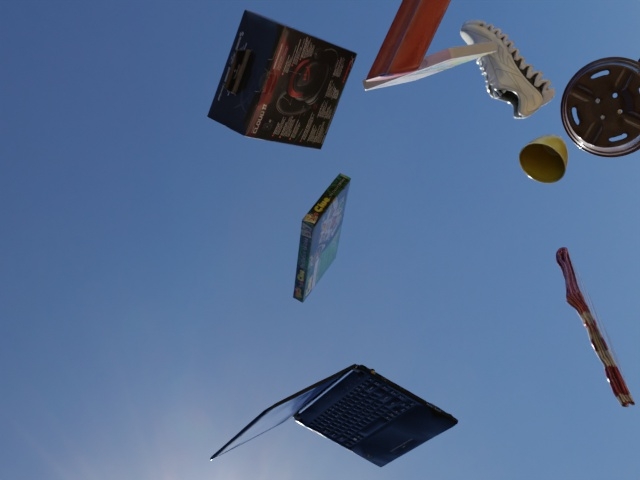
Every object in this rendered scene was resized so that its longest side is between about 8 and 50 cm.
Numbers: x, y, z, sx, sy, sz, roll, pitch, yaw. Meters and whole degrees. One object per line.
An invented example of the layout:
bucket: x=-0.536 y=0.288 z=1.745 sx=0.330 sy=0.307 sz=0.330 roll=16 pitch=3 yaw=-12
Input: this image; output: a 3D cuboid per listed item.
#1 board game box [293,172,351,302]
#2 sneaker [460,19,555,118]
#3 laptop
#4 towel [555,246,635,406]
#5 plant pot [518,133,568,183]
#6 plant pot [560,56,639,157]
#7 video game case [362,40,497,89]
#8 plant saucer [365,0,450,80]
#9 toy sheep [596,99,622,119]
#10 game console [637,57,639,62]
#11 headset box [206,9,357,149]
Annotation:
board game box: x=0.000 y=0.000 z=1.626 sx=0.136 sy=0.030 sz=0.260 roll=-55 pitch=-15 yaw=-34
sneaker: x=0.447 y=-0.429 z=2.121 sx=0.118 sy=0.110 sz=0.292 roll=-43 pitch=-94 yaw=-6
laptop: x=0.017 y=0.286 z=1.227 sx=0.264 sy=0.234 sz=0.137 roll=31 pitch=-128 yaw=-9
towel: x=0.631 y=0.198 z=1.967 sx=0.329 sy=0.037 sz=0.237 roll=60 pitch=-160 yaw=-18
plant pot: x=0.628 y=-0.239 z=2.340 sx=0.095 sy=0.134 sz=0.134 roll=-49 pitch=-61 yaw=-34
plant pot: x=0.457 y=-0.210 z=1.344 sx=0.165 sy=0.167 sz=0.167 roll=-23 pitch=-81 yaw=-68
video game case: x=0.227 y=-0.361 z=1.747 sx=0.227 sy=0.206 sz=0.026 roll=-24 pitch=-82 yaw=-53
plant saucer: x=0.158 y=-0.361 z=1.324 sx=0.047 sy=0.259 sz=0.258 roll=25 pitch=-84 yaw=-8
toy sheep: x=0.771 y=-0.348 z=2.298 sx=0.132 sy=0.091 sz=0.091 roll=108 pitch=155 yaw=-83
game console: x=0.679 y=-0.371 z=1.683 sx=0.085 sy=0.144 sz=0.124 roll=57 pitch=-173 yaw=-22
headset box: x=-0.078 y=-0.307 z=1.658 sx=0.293 sy=0.110 sz=0.218 roll=0 pitch=-65 yaw=-57
